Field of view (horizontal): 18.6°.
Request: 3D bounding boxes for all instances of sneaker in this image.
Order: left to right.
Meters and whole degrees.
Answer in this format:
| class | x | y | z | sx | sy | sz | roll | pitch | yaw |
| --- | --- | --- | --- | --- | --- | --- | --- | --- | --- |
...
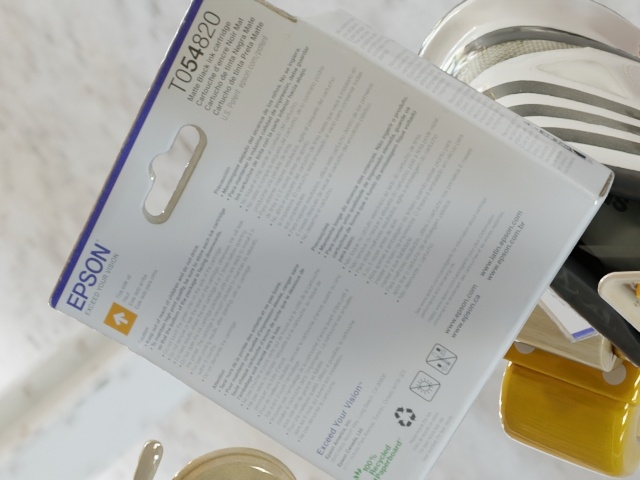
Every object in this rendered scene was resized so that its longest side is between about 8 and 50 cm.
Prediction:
| class | x | y | z | sx | sy | sz | roll | pitch | yaw |
| --- | --- | --- | --- | --- | --- | --- | --- | --- | --- |
| sneaker | 0.269 | 0.021 | 1.137 | 0.257 | 0.447 | 0.169 | -100 | 33 | -56 |

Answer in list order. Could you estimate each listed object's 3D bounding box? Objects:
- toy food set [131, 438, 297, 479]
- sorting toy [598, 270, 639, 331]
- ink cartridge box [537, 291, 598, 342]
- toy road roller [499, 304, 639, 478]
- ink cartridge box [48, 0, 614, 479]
| class | x | y | z | sx | sy | sz | roll | pitch | yaw |
| --- | --- | --- | --- | --- | --- | --- | --- | --- | --- |
| toy food set | -0.076 | 0.224 | 1.577 | 0.192 | 0.132 | 0.038 | 18 | -169 | -20 |
| sorting toy | 0.137 | 0.026 | 0.675 | 0.062 | 0.012 | 0.083 | -7 | 158 | 25 |
| ink cartridge box | 0.226 | -0.042 | 1.709 | 0.307 | 0.303 | 0.072 | 55 | 141 | 26 |
| toy road roller | 0.257 | 0.110 | 1.914 | 0.202 | 0.240 | 0.329 | 18 | -173 | 25 |
| ink cartridge box | 0.000 | 0.000 | 1.005 | 0.224 | 0.045 | 0.223 | 31 | 118 | 3 |
